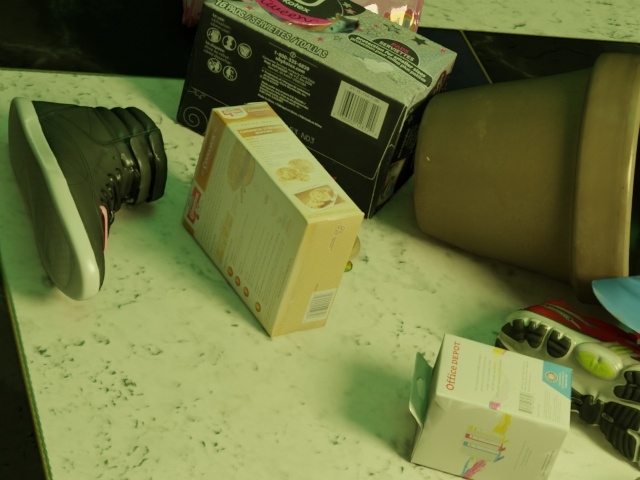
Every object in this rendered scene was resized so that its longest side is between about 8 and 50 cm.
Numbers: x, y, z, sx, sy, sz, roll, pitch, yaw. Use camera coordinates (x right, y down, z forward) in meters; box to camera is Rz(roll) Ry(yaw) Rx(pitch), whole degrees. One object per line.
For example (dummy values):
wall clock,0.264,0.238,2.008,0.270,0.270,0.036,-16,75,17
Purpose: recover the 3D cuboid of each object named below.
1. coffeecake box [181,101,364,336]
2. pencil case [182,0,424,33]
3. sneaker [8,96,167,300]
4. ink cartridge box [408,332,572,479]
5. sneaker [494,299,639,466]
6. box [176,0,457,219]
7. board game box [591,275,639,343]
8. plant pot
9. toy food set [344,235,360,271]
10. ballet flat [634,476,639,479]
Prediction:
coffeecake box,-0.050,-0.023,1.861,0.068,0.142,0.185,-10,44,-34
pencil case,-0.020,-0.280,2.247,0.284,0.124,0.124,9,36,-13
sneaker,-0.208,-0.050,1.862,0.147,0.105,0.296,-3,36,-19
ink cartridge box,0.148,0.157,1.751,0.143,0.090,0.092,16,35,-1
sneaker,0.306,0.134,1.842,0.279,0.107,0.118,32,33,19
box,-0.004,-0.167,2.055,0.247,0.163,0.142,27,38,13
board game box,0.331,0.082,1.832,0.168,0.033,0.133,-4,33,-44
plant pot,0.222,-0.069,1.986,0.229,0.263,0.263,5,33,15
toy food set,0.000,0.000,1.957,0.083,0.020,0.082,13,36,-7
ballet flat,0.374,0.233,1.668,0.086,0.086,0.248,-15,10,-37
